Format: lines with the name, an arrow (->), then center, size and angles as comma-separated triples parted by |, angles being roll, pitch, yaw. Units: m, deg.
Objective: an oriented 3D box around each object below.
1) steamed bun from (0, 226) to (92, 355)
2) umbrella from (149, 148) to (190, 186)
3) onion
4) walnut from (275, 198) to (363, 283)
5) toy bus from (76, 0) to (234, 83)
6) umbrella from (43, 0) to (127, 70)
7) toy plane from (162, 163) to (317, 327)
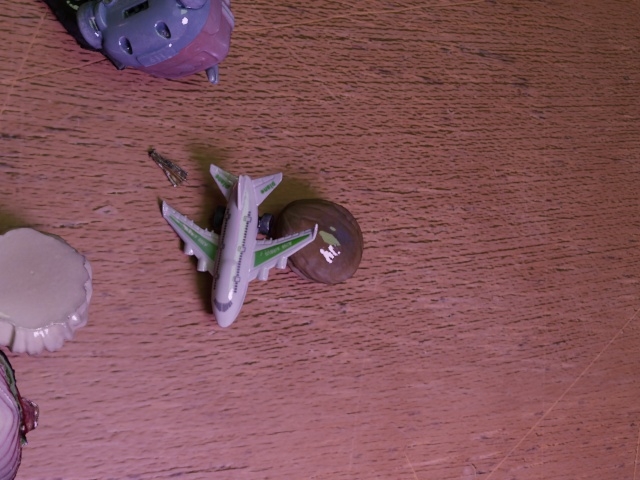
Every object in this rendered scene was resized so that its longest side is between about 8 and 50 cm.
steamed bun -> -0.403, 0.073, 1.321 | 0.182, 0.106, 0.183 | 11, 64, -24
umbrella -> -0.242, -0.116, 1.530 | 0.083, 0.020, 0.031 | 41, 100, -21
onion -> -0.460, 0.237, 1.262 | 0.151, 0.098, 0.206 | 10, 65, -56
walnut -> -0.001, 0.001, 1.595 | 0.140, 0.140, 0.162 | -42, 110, -33
toy bus -> -0.235, -0.389, 1.473 | 0.232, 0.197, 0.294 | 27, 49, -60
umbrella -> -0.381, -0.353, 1.462 | 0.066, 0.059, 0.236 | -44, 109, -10
toy plane -> -0.132, 0.011, 1.517 | 0.251, 0.101, 0.255 | 8, 92, 7
